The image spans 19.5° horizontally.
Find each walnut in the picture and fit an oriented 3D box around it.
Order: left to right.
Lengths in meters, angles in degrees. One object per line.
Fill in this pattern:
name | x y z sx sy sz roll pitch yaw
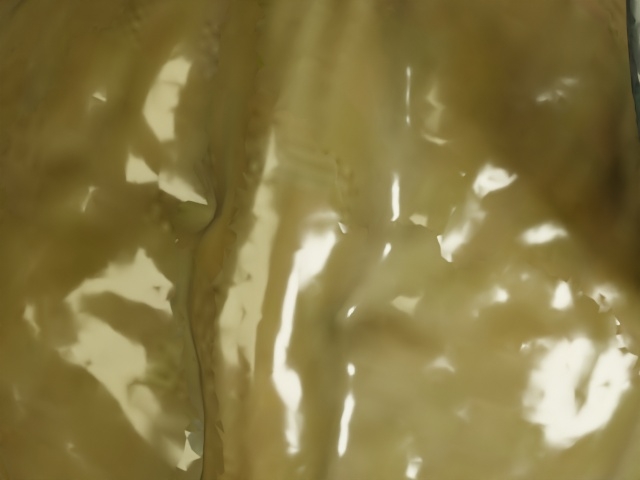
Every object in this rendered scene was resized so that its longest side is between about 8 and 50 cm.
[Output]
walnut | 0.000 0.000 0.786 0.381 0.381 0.381 4 98 32

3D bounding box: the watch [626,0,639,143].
watch | 0.244 -0.122 0.652 0.314 0.335 0.327 4 113 32
